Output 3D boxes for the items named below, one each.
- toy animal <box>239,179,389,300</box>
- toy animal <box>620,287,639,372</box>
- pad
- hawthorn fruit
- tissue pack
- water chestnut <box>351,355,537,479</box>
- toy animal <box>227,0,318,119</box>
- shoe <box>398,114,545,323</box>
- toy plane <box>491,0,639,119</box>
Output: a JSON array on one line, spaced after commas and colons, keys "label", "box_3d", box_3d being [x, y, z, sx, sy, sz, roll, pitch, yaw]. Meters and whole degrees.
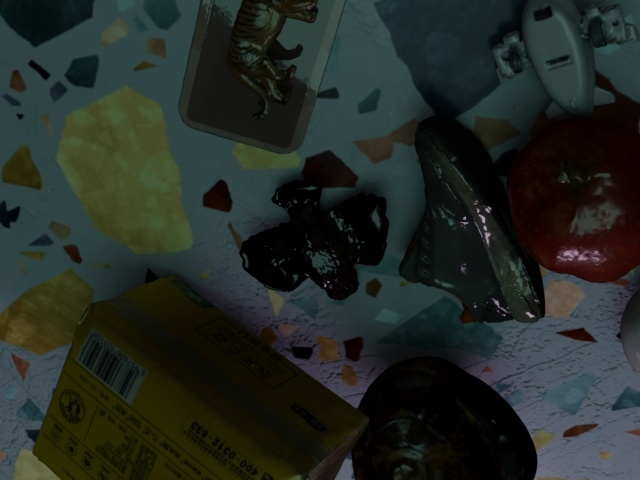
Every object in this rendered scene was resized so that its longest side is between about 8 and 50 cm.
[{"label": "toy animal", "box_3d": [0.003, 0.006, 1.106, 0.219, 0.116, 0.179, -22, 144, 10]}, {"label": "toy animal", "box_3d": [0.604, 0.108, 1.064, 0.358, 0.193, 0.257, 8, 130, 9]}, {"label": "pad", "box_3d": [-0.078, -0.245, 1.008, 0.176, 0.002, 0.266, 16, 119, -5]}, {"label": "hawthorn fruit", "box_3d": [0.322, -0.054, 0.945, 0.205, 0.253, 0.204, -4, 78, 20]}, {"label": "tissue pack", "box_3d": [-0.171, 0.275, 1.092, 0.382, 0.228, 0.293, 33, 110, 21]}, {"label": "water chestnut", "box_3d": [0.166, 0.314, 1.156, 0.289, 0.289, 0.244, 26, 147, -10]}, {"label": "toy animal", "box_3d": [-0.062, -0.263, 0.968, 0.099, 0.056, 0.241, 21, 120, 0]}, {"label": "shoe", "box_3d": [0.174, -0.010, 1.063, 0.171, 0.132, 0.336, -20, 119, 25]}, {"label": "toy plane", "box_3d": [0.295, -0.224, 0.949, 0.174, 0.080, 0.173, 13, 130, 16]}]
